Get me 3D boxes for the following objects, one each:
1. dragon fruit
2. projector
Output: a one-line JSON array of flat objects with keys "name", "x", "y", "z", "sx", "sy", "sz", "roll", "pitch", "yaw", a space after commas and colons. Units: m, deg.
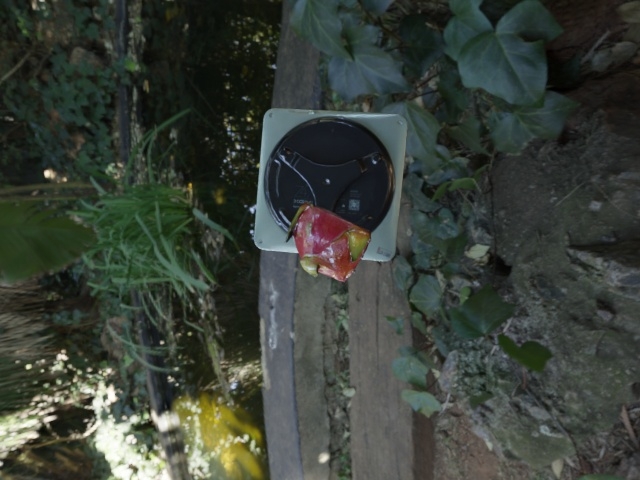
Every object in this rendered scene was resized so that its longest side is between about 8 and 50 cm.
[{"name": "dragon fruit", "x": 0.000, "y": 0.000, "z": 0.374, "sx": 0.056, "sy": 0.060, "sz": 0.083, "roll": -64, "pitch": 24, "yaw": 6}, {"name": "projector", "x": 0.016, "y": -0.101, "z": 0.757, "sx": 0.079, "sy": 0.257, "sz": 0.258, "roll": -10, "pitch": -75, "yaw": -81}]
